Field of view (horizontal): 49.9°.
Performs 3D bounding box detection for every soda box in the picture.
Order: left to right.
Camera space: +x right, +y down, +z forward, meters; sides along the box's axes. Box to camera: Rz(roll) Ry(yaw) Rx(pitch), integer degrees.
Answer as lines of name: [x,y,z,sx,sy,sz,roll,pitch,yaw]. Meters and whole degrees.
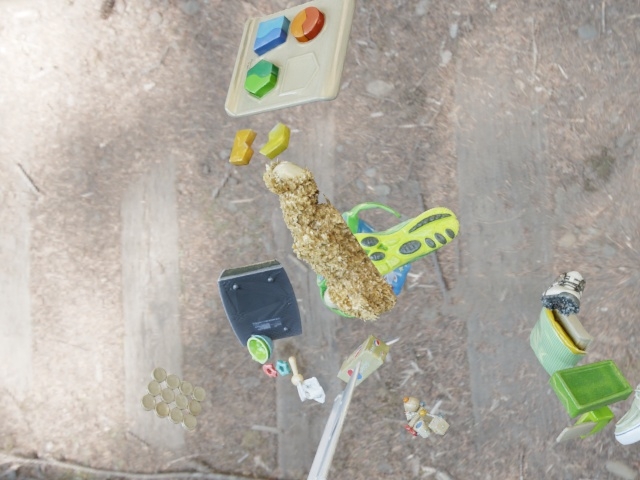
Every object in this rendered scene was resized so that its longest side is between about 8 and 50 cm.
soda box: [0.113,0.323,1.829,0.061,0.058,0.181,33,141,-3]

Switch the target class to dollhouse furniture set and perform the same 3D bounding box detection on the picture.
dollhouse furniture set: [0.547,0.295,1.611,0.197,0.151,0.301,99,154,-48]

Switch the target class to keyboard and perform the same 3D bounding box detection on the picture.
keyboard: [0.015,0.221,0.781,0.014,0.256,0.072,29,110,1]

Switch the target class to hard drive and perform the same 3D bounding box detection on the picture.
hard drive: [-0.143,0.150,1.662,0.172,0.254,0.054,-12,44,0]

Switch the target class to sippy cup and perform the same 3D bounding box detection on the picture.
sippy cup: [0.134,0.062,1.986,0.224,0.240,0.305,20,136,-9]

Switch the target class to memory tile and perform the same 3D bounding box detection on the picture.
memory tile: [-0.342,0.370,1.604,0.012,0.148,0.113,-37,29,41]

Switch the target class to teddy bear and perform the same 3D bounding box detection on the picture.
teddy bear: [0.000,0.000,1.213,0.113,0.245,0.338,-34,113,2]

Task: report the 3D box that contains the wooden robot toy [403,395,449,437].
wooden robot toy: [0.214,0.392,1.555,0.076,0.173,0.079,-46,105,-8]

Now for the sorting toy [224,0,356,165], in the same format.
sorting toy: [-0.067,-0.280,1.182,0.229,0.041,0.307,-1,68,33]

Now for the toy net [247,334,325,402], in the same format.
toy net: [-0.090,0.328,1.669,0.232,0.045,0.122,41,132,17]

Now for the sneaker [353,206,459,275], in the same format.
sneaker: [0.161,0.019,1.501,0.295,0.123,0.109,-18,79,8]

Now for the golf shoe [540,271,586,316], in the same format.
golf shoe: [0.498,0.100,1.403,0.077,0.198,0.094,25,89,13]

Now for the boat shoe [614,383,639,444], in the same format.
boat shoe: [0.821,0.377,1.674,0.094,0.109,0.302,44,115,14]
